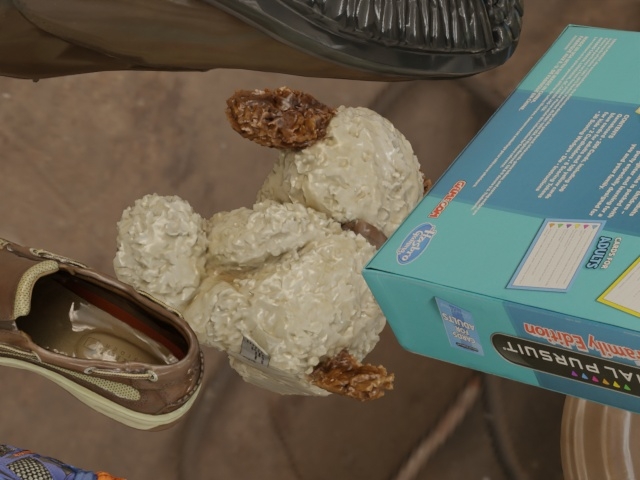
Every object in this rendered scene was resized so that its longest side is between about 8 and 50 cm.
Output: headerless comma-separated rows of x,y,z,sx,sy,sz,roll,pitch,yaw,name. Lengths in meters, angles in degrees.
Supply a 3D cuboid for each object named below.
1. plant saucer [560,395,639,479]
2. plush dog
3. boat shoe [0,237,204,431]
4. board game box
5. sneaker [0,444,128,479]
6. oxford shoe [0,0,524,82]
0.338,0.191,1.419,0.277,0.041,0.278,9,69,-23,plant saucer
0.000,0.000,1.264,0.262,0.210,0.225,35,73,-47,plush dog
-0.194,0.037,1.066,0.095,0.257,0.095,115,-6,-60,boat shoe
0.230,-0.012,0.969,0.254,0.336,0.079,-49,130,-26,board game box
-0.155,0.126,0.756,0.087,0.221,0.083,27,68,-17,sneaker
-0.047,-0.081,0.437,0.227,0.096,0.083,9,68,-29,oxford shoe
